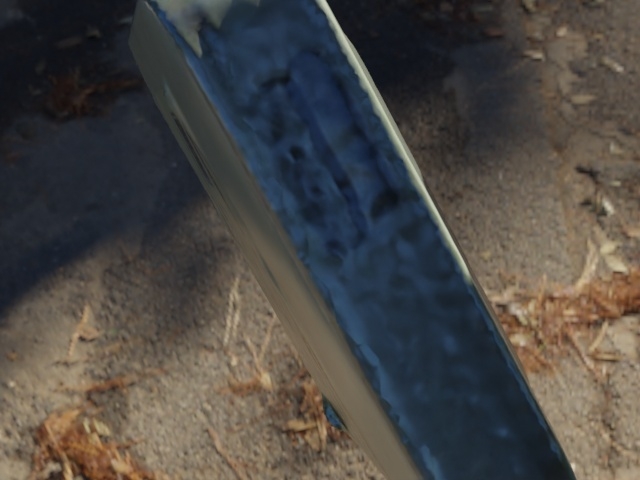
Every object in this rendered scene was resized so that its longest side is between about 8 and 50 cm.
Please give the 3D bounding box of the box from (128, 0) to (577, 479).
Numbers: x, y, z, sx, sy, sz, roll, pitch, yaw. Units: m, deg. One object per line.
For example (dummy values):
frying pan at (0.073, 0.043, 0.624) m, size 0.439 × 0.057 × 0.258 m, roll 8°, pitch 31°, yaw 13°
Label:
box at (0.000, -0.001, 0.783) m, size 0.111 × 0.396 × 0.396 m, roll -30°, pitch 11°, yaw -7°
